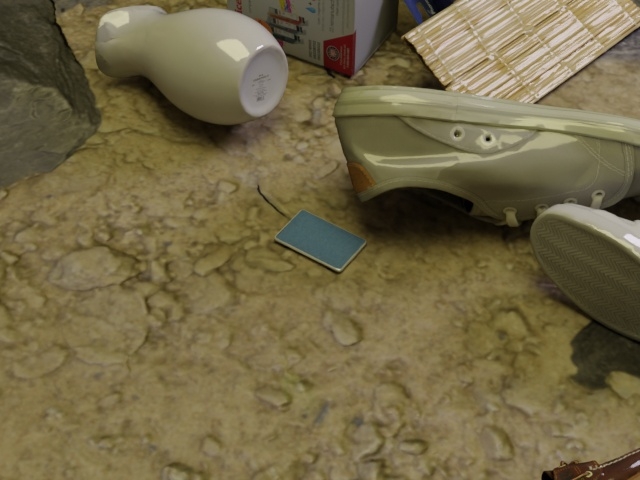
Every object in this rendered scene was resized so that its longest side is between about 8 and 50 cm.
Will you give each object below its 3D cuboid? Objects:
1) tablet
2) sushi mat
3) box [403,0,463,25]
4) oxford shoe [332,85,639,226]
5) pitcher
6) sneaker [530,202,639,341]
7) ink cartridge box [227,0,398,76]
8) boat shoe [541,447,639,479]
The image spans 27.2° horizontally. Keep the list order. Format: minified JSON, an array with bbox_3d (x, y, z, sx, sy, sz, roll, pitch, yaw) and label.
[{"bbox_3d":[0.000,0.000,1.367,0.083,0.006,0.054,27,51,21],"label":"tablet"},{"bbox_3d":[0.246,-0.249,1.565,0.316,0.019,0.151,-35,85,-30],"label":"sushi mat"},{"bbox_3d":[0.194,-0.316,1.602,0.225,0.036,0.136,-42,104,-32],"label":"box"},{"bbox_3d":[0.231,-0.075,1.374,0.449,0.169,0.130,5,89,-7],"label":"oxford shoe"},{"bbox_3d":[-0.124,-0.213,1.503,0.207,0.125,0.178,22,35,34],"label":"pitcher"},{"bbox_3d":[0.361,0.022,1.295,0.292,0.108,0.169,31,50,13],"label":"sneaker"},{"bbox_3d":[-0.009,-0.302,1.575,0.176,0.128,0.127,22,49,20],"label":"ink cartridge box"},{"bbox_3d":[0.210,0.221,1.112,0.207,0.073,0.073,-26,54,-24],"label":"boat shoe"}]
